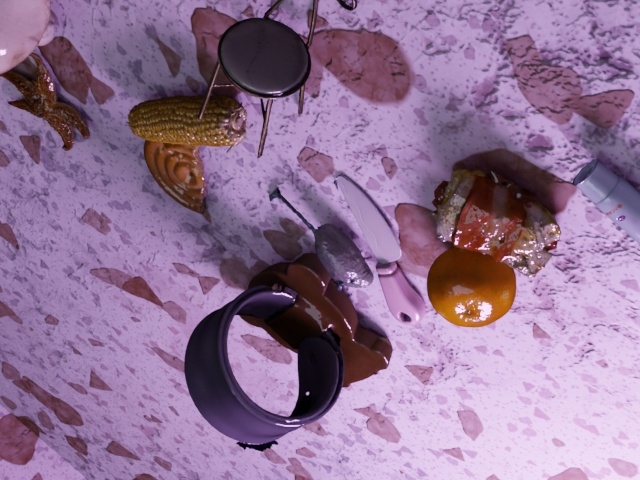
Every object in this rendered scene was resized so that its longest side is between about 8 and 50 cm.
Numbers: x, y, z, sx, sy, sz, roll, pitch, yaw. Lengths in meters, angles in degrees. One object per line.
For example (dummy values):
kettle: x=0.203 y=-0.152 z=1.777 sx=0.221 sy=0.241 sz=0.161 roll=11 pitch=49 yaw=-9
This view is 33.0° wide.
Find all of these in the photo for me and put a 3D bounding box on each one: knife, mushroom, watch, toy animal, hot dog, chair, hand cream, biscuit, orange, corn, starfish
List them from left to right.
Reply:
mushroom: x=-0.569 y=-0.408 z=1.895 sx=0.260 sy=0.234 sz=0.254 roll=-23 pitch=73 yaw=23
starfish: x=-0.553 y=-0.276 z=2.154 sx=0.227 sy=0.043 sz=0.240 roll=20 pitch=139 yaw=20
biscuit: x=-0.282 y=-0.147 z=2.084 sx=0.144 sy=0.033 sz=0.224 roll=25 pitch=142 yaw=15
corn: x=-0.239 y=-0.213 z=1.925 sx=0.260 sy=0.091 sz=0.091 roll=4 pitch=153 yaw=36
chair: x=-0.080 y=-0.289 z=1.662 sx=0.160 sy=0.170 sz=0.325 roll=36 pitch=150 yaw=4
watch: x=-0.074 y=0.240 z=2.099 sx=0.335 sy=0.327 sz=0.314 roll=43 pitch=144 yaw=-11
toy animal: x=-0.001 y=-0.004 z=1.977 sx=0.253 sy=0.070 sz=0.079 roll=44 pitch=127 yaw=2
knife: x=0.113 y=0.022 z=1.948 sx=0.081 sy=0.043 sz=0.336 roll=1 pitch=130 yaw=40
orange: x=0.255 y=0.071 z=1.821 sx=0.155 sy=0.134 sz=0.154 roll=4 pitch=139 yaw=3
hot dog: x=0.278 y=-0.035 z=1.705 sx=0.213 sy=0.103 sz=0.146 roll=26 pitch=123 yaw=-2
hand cream: x=0.513 y=-0.001 z=1.592 sx=0.331 sy=0.058 sz=0.085 roll=37 pitch=128 yaw=-10
